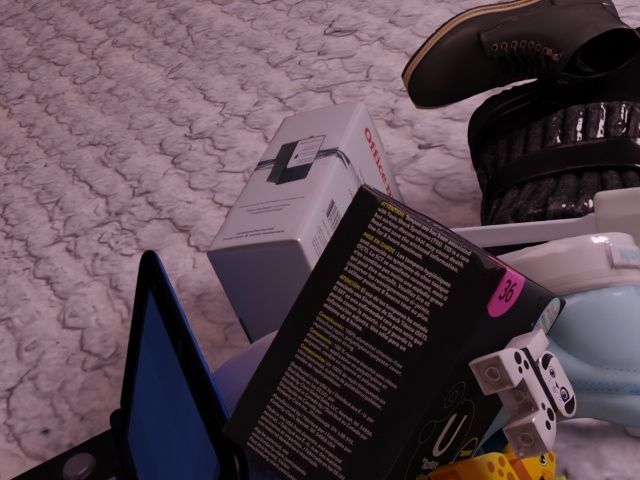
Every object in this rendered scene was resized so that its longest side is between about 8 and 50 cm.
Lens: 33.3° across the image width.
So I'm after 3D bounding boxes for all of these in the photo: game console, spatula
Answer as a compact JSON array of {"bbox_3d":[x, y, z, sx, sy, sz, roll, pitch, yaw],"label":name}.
[{"bbox_3d":[-0.169,0.181,0.730,0.250,0.173,0.293,-26,31,-7],"label":"game console"},{"bbox_3d":[0.166,0.054,0.755,0.242,0.168,0.019,-7,4,29],"label":"spatula"}]

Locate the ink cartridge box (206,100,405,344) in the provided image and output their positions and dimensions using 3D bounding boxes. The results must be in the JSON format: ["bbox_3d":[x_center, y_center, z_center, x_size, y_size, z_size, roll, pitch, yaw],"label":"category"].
[{"bbox_3d":[0.000,0.000,0.918,0.086,0.153,0.208,-7,34,25],"label":"ink cartridge box"}]

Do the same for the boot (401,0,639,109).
[{"bbox_3d":[0.170,-0.157,0.925,0.197,0.077,0.137,-29,28,11],"label":"boot"}]

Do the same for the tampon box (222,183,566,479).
[{"bbox_3d":[0.045,0.070,0.610,0.101,0.120,0.161,33,96,28],"label":"tampon box"}]

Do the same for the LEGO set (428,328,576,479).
[{"bbox_3d":[0.134,0.152,0.594,0.087,0.227,0.093,-24,7,37],"label":"LEGO set"}]

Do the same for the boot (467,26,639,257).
[{"bbox_3d":[0.283,-0.073,0.867,0.347,0.131,0.260,-26,23,15],"label":"boot"}]

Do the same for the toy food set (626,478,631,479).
[{"bbox_3d":[0.079,0.269,0.424,0.306,0.092,0.220,-45,31,3],"label":"toy food set"}]

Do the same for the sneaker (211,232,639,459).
[{"bbox_3d":[0.058,0.120,0.730,0.365,0.135,0.150,-25,67,32],"label":"sneaker"}]
